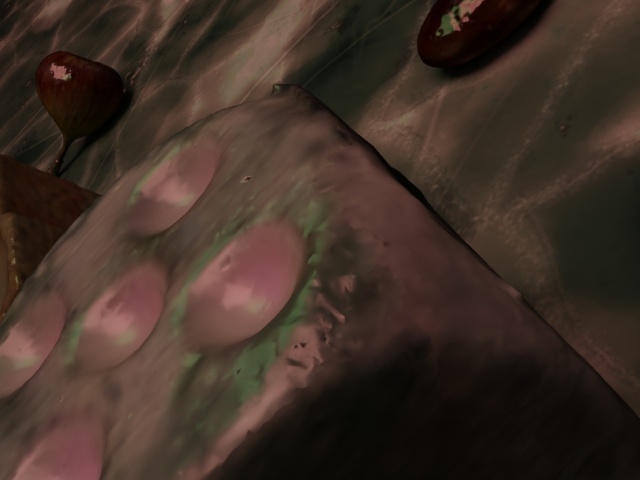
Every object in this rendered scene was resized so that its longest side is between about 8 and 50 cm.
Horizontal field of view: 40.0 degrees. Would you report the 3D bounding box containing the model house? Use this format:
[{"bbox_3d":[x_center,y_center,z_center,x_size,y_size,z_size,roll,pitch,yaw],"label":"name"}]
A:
[{"bbox_3d":[-0.259,0.097,0.959,0.245,0.280,0.312,-51,38,20],"label":"model house"}]

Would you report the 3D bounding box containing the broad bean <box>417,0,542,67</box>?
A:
[{"bbox_3d":[0.178,-0.262,0.995,0.165,0.084,0.114,-37,18,27],"label":"broad bean"}]

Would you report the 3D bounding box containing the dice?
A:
[{"bbox_3d":[-0.008,0.123,0.589,0.348,0.328,0.330,-47,34,1],"label":"dice"}]

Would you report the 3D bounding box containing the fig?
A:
[{"bbox_3d":[-0.468,-0.247,1.670,0.143,0.160,0.230,-107,34,-47],"label":"fig"}]
